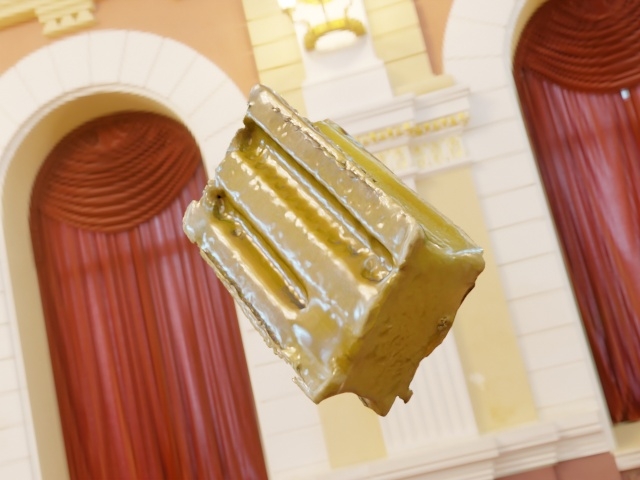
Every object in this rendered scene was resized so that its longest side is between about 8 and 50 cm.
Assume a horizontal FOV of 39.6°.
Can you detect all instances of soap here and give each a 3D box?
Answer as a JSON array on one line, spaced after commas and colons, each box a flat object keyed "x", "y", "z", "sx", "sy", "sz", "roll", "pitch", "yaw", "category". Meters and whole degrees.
[{"x": -0.001, "y": -0.001, "z": 0.619, "sx": 0.076, "sy": 0.233, "sz": 0.135, "roll": 18, "pitch": -72, "yaw": -41, "category": "soap"}]
